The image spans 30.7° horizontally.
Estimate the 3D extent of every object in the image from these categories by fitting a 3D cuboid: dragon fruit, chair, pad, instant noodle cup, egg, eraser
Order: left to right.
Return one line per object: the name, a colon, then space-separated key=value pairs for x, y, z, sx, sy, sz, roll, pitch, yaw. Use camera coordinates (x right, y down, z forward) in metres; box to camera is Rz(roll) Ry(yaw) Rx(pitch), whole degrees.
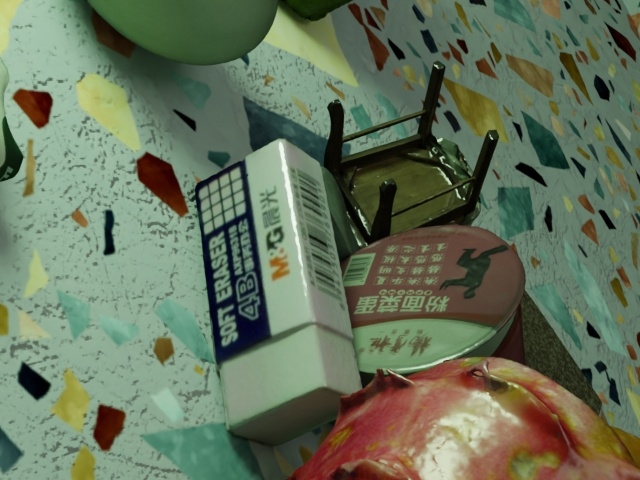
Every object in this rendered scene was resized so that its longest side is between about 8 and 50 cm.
egg: x=-0.164 y=-0.311 z=1.242 sx=0.282 sy=0.203 sz=0.203 roll=46 pitch=34 yaw=-17
eraser: x=-0.045 y=0.050 z=1.189 sx=0.086 sy=0.130 sz=0.287 roll=27 pitch=43 yaw=-47
chair: x=0.107 y=-0.054 z=1.469 sx=0.186 sy=0.319 sz=0.160 roll=-23 pitch=61 yaw=-16
instant noodle cup: x=0.123 y=0.120 z=1.263 sx=0.234 sy=0.235 sz=0.178 roll=-73 pitch=149 yaw=-50
dragon fruit: x=0.097 y=0.289 z=0.984 sx=0.249 sy=0.386 sz=0.371 roll=-11 pitch=75 yaw=-45
pad: x=0.346 y=0.191 z=1.741 sx=0.235 sy=0.003 sz=0.158 roll=55 pitch=32 yaw=-8

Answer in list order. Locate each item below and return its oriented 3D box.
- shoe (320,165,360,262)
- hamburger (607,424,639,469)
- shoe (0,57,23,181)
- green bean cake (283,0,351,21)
shoe: x=0.000 y=0.000 z=1.342 sx=0.195 sy=0.078 sz=0.079 roll=63 pitch=17 yaw=-48
hamburger: x=0.306 y=0.331 z=1.298 sx=0.276 sy=0.237 sz=0.276 roll=12 pitch=57 yaw=-20
shoe: x=-0.330 y=-0.162 z=1.004 sx=0.110 sy=0.095 sz=0.265 roll=9 pitch=63 yaw=-58
green bean cake: x=-0.030 y=-0.498 z=1.597 sx=0.319 sy=0.218 sz=0.335 roll=49 pitch=39 yaw=-31
